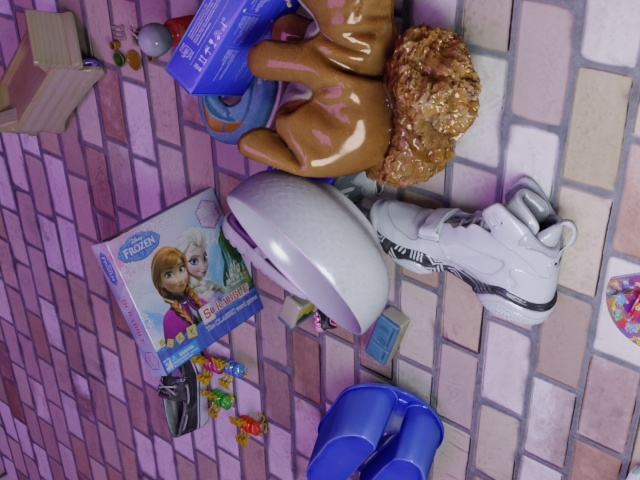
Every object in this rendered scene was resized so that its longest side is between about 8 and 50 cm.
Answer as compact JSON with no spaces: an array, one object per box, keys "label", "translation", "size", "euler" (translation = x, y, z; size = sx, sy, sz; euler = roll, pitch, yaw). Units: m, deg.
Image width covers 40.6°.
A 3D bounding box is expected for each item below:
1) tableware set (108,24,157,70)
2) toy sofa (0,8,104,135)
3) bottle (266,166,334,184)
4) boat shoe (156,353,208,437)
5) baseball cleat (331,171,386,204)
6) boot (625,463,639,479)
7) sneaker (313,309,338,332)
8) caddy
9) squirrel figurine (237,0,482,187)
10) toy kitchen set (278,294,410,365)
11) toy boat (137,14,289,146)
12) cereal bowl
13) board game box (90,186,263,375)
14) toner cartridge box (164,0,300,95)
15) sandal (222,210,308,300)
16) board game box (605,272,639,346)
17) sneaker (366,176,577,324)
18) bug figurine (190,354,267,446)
[{"label":"tableware set","translation":[-0.422,-0.428,1.937],"size":[0.154,0.024,0.104],"euler":[16,125,37]},{"label":"toy sofa","translation":[-0.683,-0.405,2.132],"size":[0.362,0.177,0.150],"euler":[-34,65,49]},{"label":"bottle","translation":[-0.058,-0.120,1.696],"size":[0.283,0.092,0.118],"euler":[151,129,-64]},{"label":"boat shoe","translation":[-0.380,0.397,2.339],"size":[0.121,0.119,0.335],"euler":[15,124,37]},{"label":"baseball cleat","translation":[0.062,-0.087,1.650],"size":[0.109,0.072,0.205],"euler":[36,136,22]},{"label":"boot","translation":[0.586,0.520,1.507],"size":[0.123,0.095,0.258],"euler":[24,128,41]},{"label":"sneaker","translation":[0.009,0.143,1.874],"size":[0.057,0.047,0.119],"euler":[-6,113,25]},{"label":"caddy","translation":[0.117,0.439,1.854],"size":[0.241,0.179,0.341],"euler":[27,136,-3]},{"label":"squirrel figurine","translation":[0.087,-0.290,1.406],"size":[0.397,0.281,0.370],"euler":[24,120,14]},{"label":"toy kitchen set","translation":[0.041,0.179,1.763],"size":[0.207,0.166,0.122],"euler":[36,135,22]},{"label":"toy boat","translation":[-0.215,-0.327,1.707],"size":[0.318,0.148,0.267],"euler":[44,137,14]},{"label":"cereal bowl","translation":[0.000,0.000,1.507],"size":[0.339,0.141,0.339],"euler":[45,169,11]},{"label":"board game box","translation":[-0.307,0.086,1.927],"size":[0.066,0.319,0.318],"euler":[-10,108,45]},{"label":"toner cartridge box","translation":[-0.112,-0.404,1.464],"size":[0.075,0.165,0.348],"euler":[44,116,15]},{"label":"sandal","translation":[-0.047,0.017,1.751],"size":[0.416,0.169,0.102],"euler":[27,126,31]},{"label":"board game box","translation":[0.526,0.116,1.361],"size":[0.169,0.033,0.133],"euler":[-14,104,48]},{"label":"sneaker","translation":[0.255,-0.026,1.462],"size":[0.366,0.137,0.210],"euler":[31,131,21]},{"label":"bug figurine","translation":[-0.236,0.387,2.233],"size":[0.216,0.072,0.279],"euler":[20,132,42]}]
